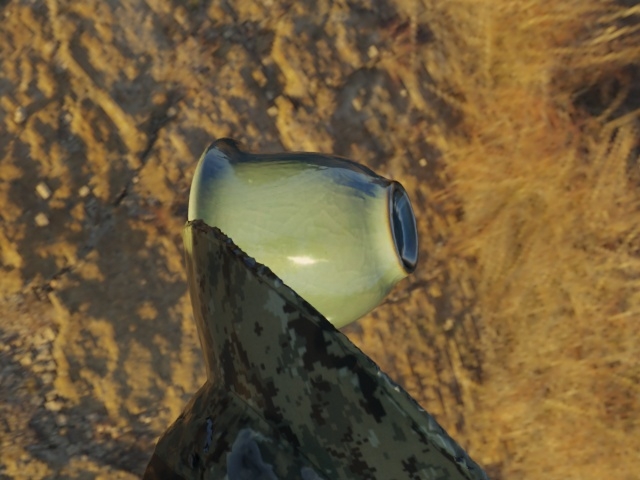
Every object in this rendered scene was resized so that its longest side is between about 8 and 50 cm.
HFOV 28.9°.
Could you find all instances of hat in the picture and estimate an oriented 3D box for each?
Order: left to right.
[{"bbox_3d":[-0.012,0.129,0.575,0.128,0.265,0.265,-45,104,-10],"label":"hat"}]

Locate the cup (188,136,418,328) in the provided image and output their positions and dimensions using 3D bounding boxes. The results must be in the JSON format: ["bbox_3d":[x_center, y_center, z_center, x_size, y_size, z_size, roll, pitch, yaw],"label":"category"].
[{"bbox_3d":[0.000,0.000,1.041,0.199,0.150,0.199,-9,90,-71],"label":"cup"}]
